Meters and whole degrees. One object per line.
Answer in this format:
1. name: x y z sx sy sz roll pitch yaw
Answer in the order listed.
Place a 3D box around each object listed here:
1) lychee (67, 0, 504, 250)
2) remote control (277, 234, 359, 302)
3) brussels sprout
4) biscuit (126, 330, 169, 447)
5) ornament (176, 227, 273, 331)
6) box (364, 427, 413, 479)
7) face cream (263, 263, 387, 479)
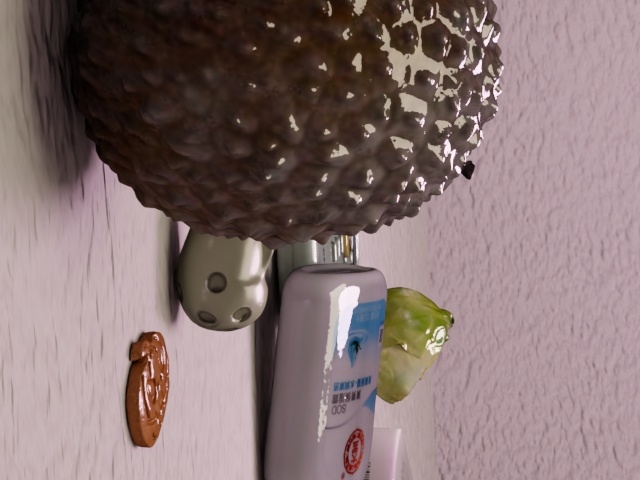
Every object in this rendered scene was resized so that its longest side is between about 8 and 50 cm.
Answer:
1. lychee: -0.021 -0.141 1.172 0.300 0.300 0.300 -1 90 -82
2. remote control: 0.000 0.000 2.009 0.296 0.056 0.140 -50 136 -76
3. brussels sprout: 0.090 0.129 2.412 0.151 0.122 0.149 -56 -177 27
4. biscuit: -0.122 0.103 1.324 0.091 0.015 0.078 -81 168 -49
5. ornament: -0.076 -0.007 1.440 0.075 0.081 0.156 19 67 -72
6. box: 0.054 0.369 2.176 0.299 0.106 0.200 73 20 -57
7. face cream: -0.001 0.194 1.838 0.163 0.080 0.336 -3 101 -63
